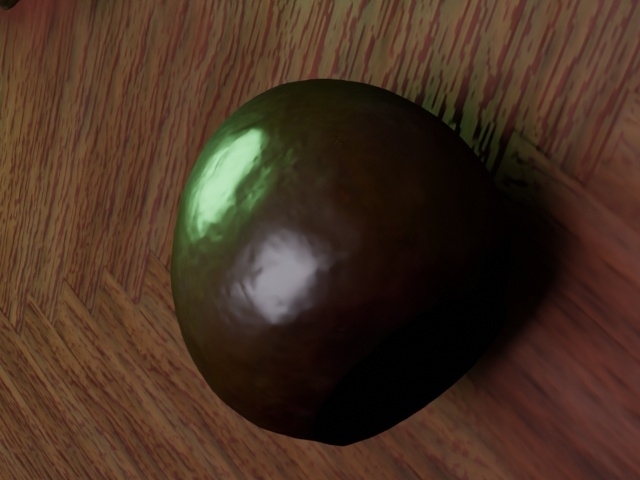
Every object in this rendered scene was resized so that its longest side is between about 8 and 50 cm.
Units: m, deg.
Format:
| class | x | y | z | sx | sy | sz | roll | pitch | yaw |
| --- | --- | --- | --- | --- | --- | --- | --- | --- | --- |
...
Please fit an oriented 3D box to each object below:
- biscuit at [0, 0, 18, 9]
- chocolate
| class | x | y | z | sx | sy | sz | roll | pitch | yaw |
| --- | --- | --- | --- | --- | --- | --- | --- | --- | --- |
| biscuit | -0.248 | -0.296 | 0.839 | 0.273 | 0.036 | 0.187 | 36 | 91 | 15 |
| chocolate | 0.000 | 0.000 | 0.586 | 0.176 | 0.176 | 0.177 | 17 | 112 | 50 |
